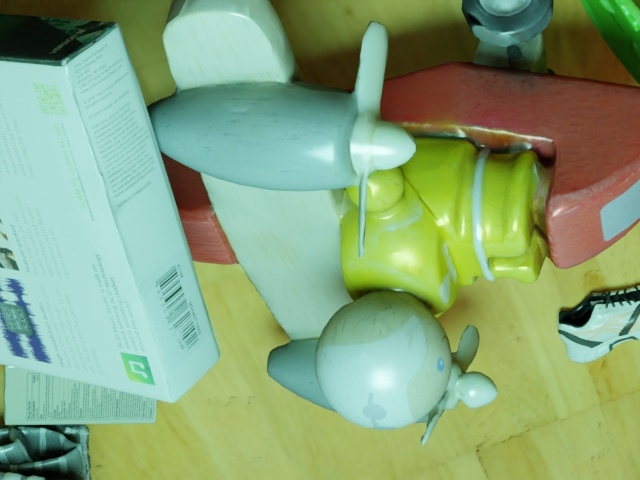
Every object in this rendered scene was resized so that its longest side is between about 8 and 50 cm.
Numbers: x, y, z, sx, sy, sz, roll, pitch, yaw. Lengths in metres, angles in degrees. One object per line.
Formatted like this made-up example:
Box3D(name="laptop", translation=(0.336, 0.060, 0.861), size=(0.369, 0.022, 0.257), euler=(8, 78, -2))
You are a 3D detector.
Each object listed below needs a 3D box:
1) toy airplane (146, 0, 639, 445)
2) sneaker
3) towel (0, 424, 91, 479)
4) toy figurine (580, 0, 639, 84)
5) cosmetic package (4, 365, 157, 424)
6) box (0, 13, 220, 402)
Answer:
Box3D(name="toy airplane", translation=(0.000, 0.000, 1.178), size=(0.386, 0.272, 0.384), euler=(13, 142, -33))
Box3D(name="sneaker", translation=(0.232, 0.055, 1.397), size=(0.109, 0.040, 0.044), euler=(-29, 122, 10))
Box3D(name="towel", translation=(-0.289, 0.262, 1.403), size=(0.235, 0.121, 0.284), euler=(5, 119, 1))
Box3D(name="toy figurine", translation=(0.253, -0.198, 1.204), size=(0.159, 0.130, 0.173), euler=(-37, 98, 0))
Box3D(name="cosmetic package", translation=(-0.180, 0.104, 1.364), size=(0.115, 0.041, 0.060), euler=(2, 124, -10))
Box3D(name="box", translation=(-0.226, -0.031, 1.129), size=(0.322, 0.058, 0.232), euler=(8, 126, 34))
